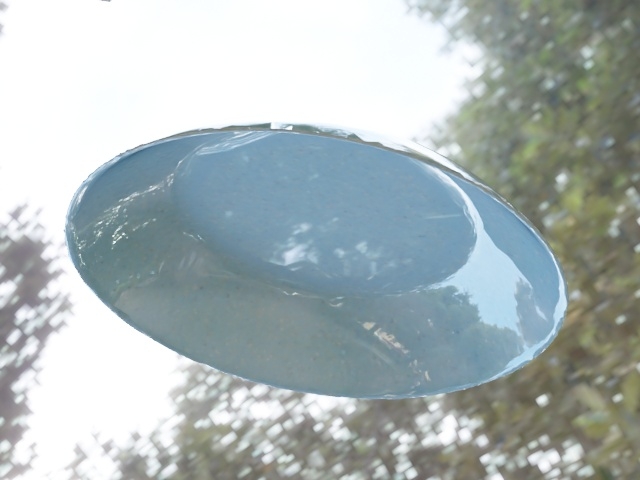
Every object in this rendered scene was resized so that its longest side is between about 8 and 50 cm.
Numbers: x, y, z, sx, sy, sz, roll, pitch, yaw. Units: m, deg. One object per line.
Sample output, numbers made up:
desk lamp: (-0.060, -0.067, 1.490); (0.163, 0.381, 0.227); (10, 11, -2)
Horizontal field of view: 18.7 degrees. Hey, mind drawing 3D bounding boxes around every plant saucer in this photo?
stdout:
plant saucer: (0.000, 0.000, 0.749); (0.195, 0.195, 0.037); (22, -123, -20)

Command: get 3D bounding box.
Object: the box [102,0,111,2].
box: (-0.108, -0.142, 0.787); (0.028, 0.081, 0.136); (47, -155, 27)
